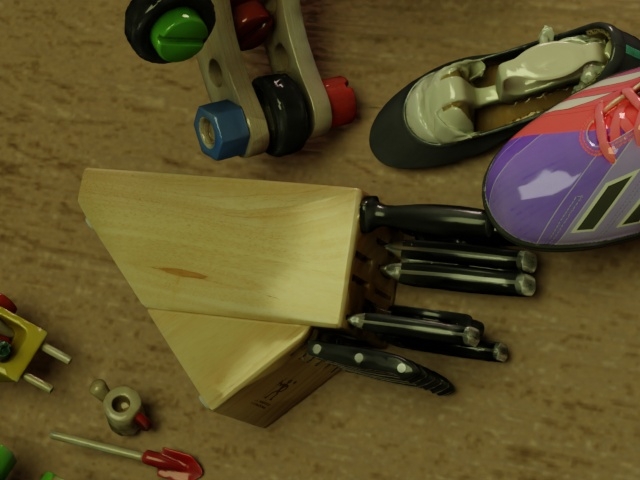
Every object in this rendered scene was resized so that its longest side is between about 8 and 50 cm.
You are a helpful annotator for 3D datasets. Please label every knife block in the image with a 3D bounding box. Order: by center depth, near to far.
[{"bbox_3d":[0.000,0.000,1.320,0.242,0.088,0.275,-39,65,9],"label":"knife block"}]

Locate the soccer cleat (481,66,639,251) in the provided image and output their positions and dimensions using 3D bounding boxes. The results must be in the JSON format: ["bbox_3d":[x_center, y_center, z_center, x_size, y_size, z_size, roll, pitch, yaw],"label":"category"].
[{"bbox_3d":[0.245,-0.086,1.193,0.318,0.116,0.108,-19,70,6],"label":"soccer cleat"}]

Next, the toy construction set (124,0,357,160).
[{"bbox_3d":[-0.023,-0.234,1.335,0.309,0.257,0.237,-28,53,-7],"label":"toy construction set"}]

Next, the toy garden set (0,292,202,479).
[{"bbox_3d":[-0.205,0.154,1.349,0.244,0.049,0.203,26,66,14],"label":"toy garden set"}]

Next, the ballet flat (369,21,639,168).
[{"bbox_3d":[0.117,-0.101,1.305,0.203,0.074,0.074,-14,72,20],"label":"ballet flat"}]
